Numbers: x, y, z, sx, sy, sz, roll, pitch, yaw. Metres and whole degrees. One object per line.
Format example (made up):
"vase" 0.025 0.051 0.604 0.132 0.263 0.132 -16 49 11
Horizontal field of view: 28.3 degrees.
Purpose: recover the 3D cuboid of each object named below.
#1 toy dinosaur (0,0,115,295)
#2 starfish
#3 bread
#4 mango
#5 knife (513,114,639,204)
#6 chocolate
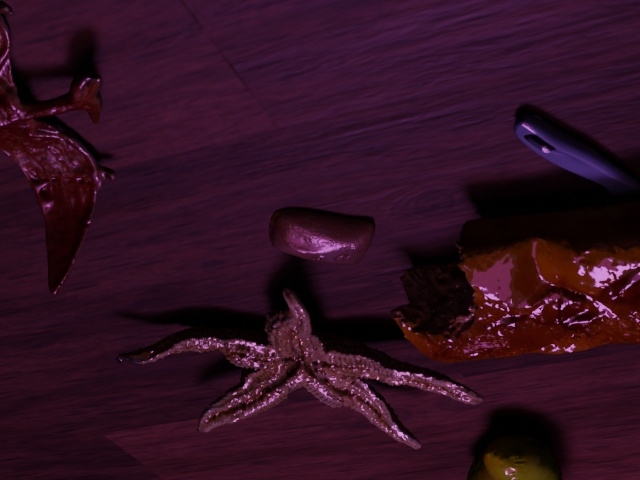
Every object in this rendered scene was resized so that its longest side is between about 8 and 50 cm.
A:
"toy dinosaur" -0.276 -0.075 1.061 0.207 0.113 0.327 8 148 -8
"starfish" -0.019 0.151 1.412 0.347 0.078 0.358 -20 140 31
"bread" 0.248 0.040 1.180 0.380 0.109 0.185 -6 151 20
"mango" 0.244 0.310 1.604 0.125 0.111 0.233 -11 143 14
"knife" 0.280 -0.041 1.149 0.313 0.019 0.044 26 145 -31
"chocolate" 0.000 0.000 1.224 0.101 0.031 0.064 11 142 -9
